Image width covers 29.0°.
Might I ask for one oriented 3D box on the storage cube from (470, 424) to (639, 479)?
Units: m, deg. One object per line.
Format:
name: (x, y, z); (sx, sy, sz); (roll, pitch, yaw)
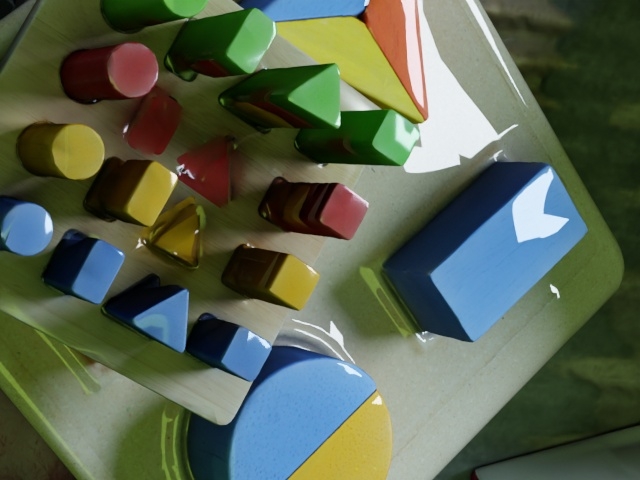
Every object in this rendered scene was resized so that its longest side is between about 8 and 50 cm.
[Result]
storage cube: (0.224, 0.252, 0.815); (0.215, 0.183, 0.193); (-14, 117, -6)

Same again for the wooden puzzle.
wooden puzzle: (0.000, 0.000, 0.611); (0.322, 0.080, 0.347); (-42, 117, -20)

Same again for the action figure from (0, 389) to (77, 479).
action figure: (-0.153, 0.174, 0.711); (0.370, 0.248, 0.275); (31, 78, -24)

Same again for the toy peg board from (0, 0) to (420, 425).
toy peg board: (-0.053, -0.024, 0.496); (0.161, 0.079, 0.160); (33, 78, -26)

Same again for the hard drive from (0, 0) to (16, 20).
hard drive: (-0.337, -0.052, 0.591); (0.237, 0.064, 0.339); (32, 106, -26)
